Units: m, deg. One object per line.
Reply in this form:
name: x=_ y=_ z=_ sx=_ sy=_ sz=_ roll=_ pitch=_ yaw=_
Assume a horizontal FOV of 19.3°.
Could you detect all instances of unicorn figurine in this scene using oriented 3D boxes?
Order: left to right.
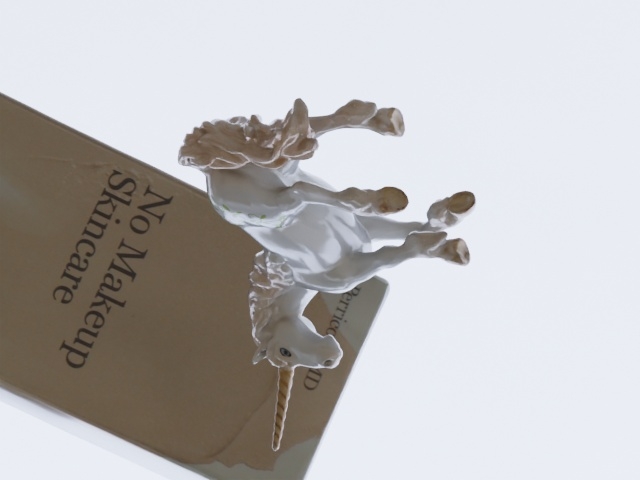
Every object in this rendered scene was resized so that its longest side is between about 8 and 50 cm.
unicorn figurine: x=0.000 y=0.000 z=0.722 sx=0.111 sy=0.162 sz=0.060 roll=-12 pitch=-141 yaw=28

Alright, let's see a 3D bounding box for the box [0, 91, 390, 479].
box: x=-0.136 y=0.025 z=1.023 sx=0.311 sy=0.121 sz=0.148 roll=24 pitch=-102 yaw=-7
